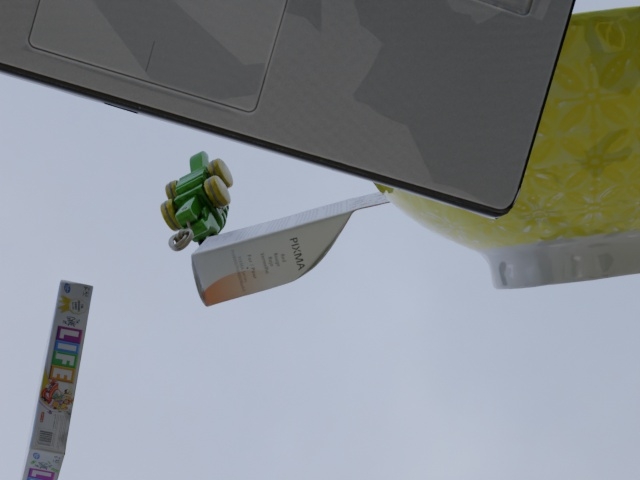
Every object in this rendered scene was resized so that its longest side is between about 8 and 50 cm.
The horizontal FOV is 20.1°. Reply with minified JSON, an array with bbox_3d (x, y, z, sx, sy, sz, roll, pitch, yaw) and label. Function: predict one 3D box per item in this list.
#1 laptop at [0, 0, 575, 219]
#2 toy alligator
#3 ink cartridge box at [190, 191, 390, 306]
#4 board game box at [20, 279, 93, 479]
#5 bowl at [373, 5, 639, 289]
[{"bbox_3d":[0.018,-0.239,0.760,0.382,0.236,0.408,16,-88,-21],"label":"laptop"},{"bbox_3d":[-0.103,-0.020,1.561,0.056,0.189,0.051,-27,-67,14],"label":"toy alligator"},{"bbox_3d":[0.000,0.000,1.319,0.179,0.145,0.045,-12,-85,2],"label":"ink cartridge box"},{"bbox_3d":[-0.202,0.121,1.367,0.026,0.154,0.103,12,-40,-9],"label":"board game box"},{"bbox_3d":[0.156,-0.052,1.156,0.289,0.289,0.156,-7,-90,-39],"label":"bowl"}]
